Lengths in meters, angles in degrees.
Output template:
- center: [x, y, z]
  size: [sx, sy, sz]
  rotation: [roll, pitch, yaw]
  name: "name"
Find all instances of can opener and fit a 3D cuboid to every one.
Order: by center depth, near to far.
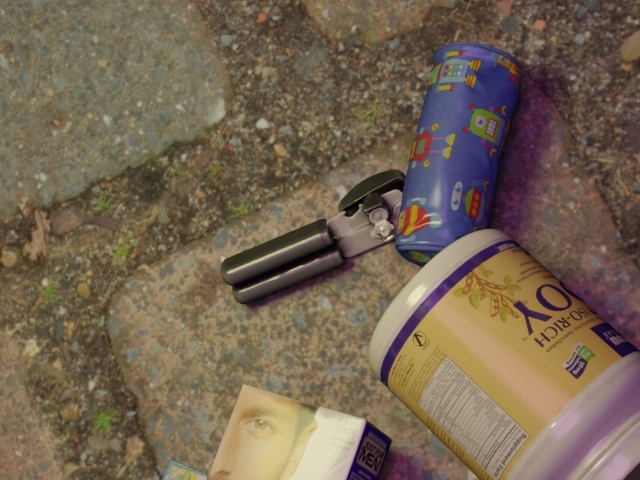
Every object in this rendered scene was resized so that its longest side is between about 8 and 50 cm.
- center: [0.000, 0.000, 1.825]
  size: [0.280, 0.074, 0.093]
  rotation: [-25, 34, 5]
  name: "can opener"

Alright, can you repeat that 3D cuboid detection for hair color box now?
- center: [-0.061, 0.367, 1.668]
  size: [0.185, 0.110, 0.338]
  rotation: [12, 72, 28]
  name: "hair color box"

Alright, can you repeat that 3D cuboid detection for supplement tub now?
- center: [0.246, 0.173, 1.600]
  size: [0.241, 0.241, 0.331]
  rotation: [-46, 68, -2]
  name: "supplement tub"

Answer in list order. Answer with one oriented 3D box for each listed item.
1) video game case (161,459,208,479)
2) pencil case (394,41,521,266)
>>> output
- center: [-0.179, 0.388, 1.774]
  size: [0.119, 0.015, 0.166]
  rotation: [19, 80, 20]
  name: "video game case"
- center: [0.185, -0.104, 1.767]
  size: [0.133, 0.119, 0.306]
  rotation: [17, 75, -18]
  name: "pencil case"
